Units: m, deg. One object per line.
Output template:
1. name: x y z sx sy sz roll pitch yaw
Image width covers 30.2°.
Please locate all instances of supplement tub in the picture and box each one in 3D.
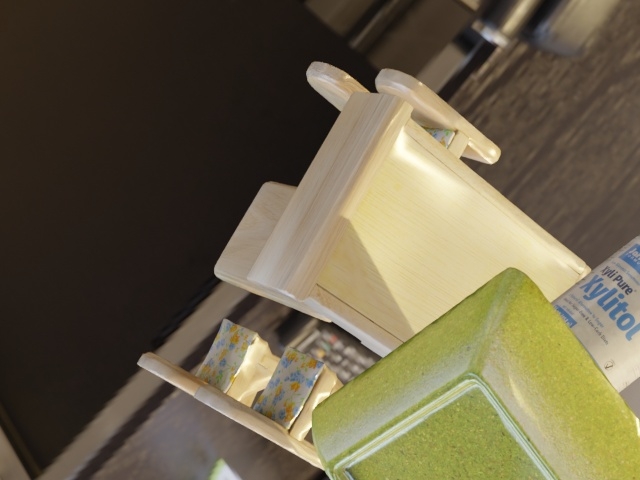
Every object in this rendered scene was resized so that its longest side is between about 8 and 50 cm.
1. supplement tub: 0.190 0.048 0.744 0.107 0.071 0.071 -38 144 -3

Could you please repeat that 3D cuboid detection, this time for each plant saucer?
1. plant saucer: 0.089 0.138 0.625 0.045 0.188 0.188 -31 172 -48

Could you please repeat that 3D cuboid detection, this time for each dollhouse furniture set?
1. dollhouse furniture set: 0.000 0.000 1.087 0.256 0.394 0.362 36 79 -32
